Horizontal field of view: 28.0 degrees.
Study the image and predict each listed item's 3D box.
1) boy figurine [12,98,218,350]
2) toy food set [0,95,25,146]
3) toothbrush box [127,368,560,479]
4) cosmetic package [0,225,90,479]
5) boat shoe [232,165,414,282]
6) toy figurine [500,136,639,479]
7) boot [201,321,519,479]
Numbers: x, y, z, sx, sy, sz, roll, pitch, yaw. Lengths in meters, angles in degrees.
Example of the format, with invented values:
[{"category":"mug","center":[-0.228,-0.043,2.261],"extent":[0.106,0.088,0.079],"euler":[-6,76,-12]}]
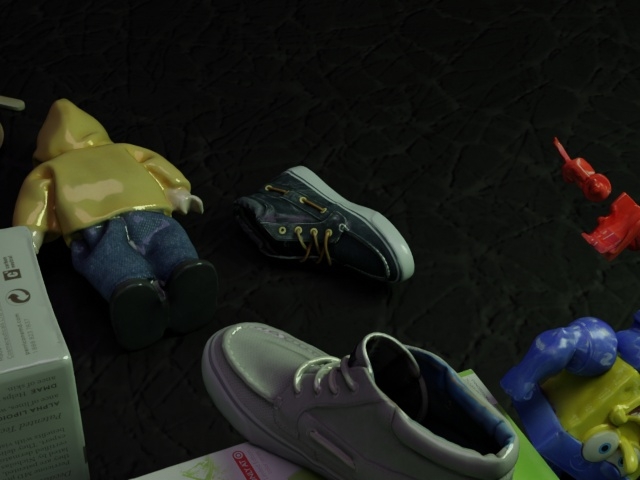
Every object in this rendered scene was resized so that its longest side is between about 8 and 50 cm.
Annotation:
[{"category":"boy figurine","center":[-0.206,-0.027,1.187],"extent":[0.177,0.092,0.285],"euler":[-21,47,-22]},{"category":"toy food set","center":[-0.389,-0.108,1.301],"extent":[0.132,0.038,0.192],"euler":[10,44,8]},{"category":"toothbrush box","center":[0.033,0.232,0.883],"extent":[0.283,0.122,0.206],"euler":[-15,45,-24]},{"category":"cosmetic package","center":[-0.266,0.116,0.963],"extent":[0.151,0.184,0.151],"euler":[-13,45,-15]},{"category":"boat shoe","center":[0.000,0.000,1.192],"extent":[0.083,0.065,0.183],"euler":[-30,45,-28]},{"category":"toy figurine","center":[0.240,0.119,1.009],"extent":[0.217,0.362,0.191],"euler":[-46,35,9]},{"category":"boot","center":[0.025,0.099,0.847],"extent":[0.258,0.123,0.095],"euler":[32,45,27]}]
